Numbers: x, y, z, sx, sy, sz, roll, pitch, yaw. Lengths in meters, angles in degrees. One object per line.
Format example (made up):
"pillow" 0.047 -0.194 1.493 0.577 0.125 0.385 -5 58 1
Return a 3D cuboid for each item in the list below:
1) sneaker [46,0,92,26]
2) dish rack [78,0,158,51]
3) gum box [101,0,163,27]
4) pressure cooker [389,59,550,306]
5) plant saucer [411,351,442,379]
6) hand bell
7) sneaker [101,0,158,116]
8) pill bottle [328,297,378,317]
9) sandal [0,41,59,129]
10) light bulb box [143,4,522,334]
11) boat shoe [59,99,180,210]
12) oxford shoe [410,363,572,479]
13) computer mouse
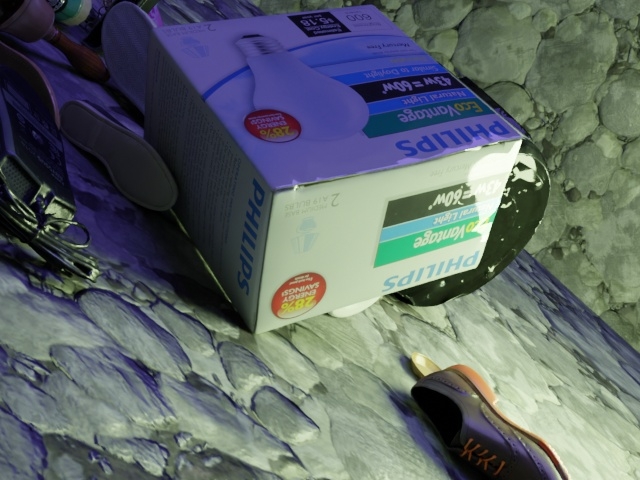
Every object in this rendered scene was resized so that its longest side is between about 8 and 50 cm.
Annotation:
"sneaker" -0.520 -0.498 1.533 0.302 0.108 0.121 45 8 15
"dish rack" -0.407 -0.481 1.601 0.271 0.208 0.074 43 5 16
"gum box" -0.363 -0.449 1.699 0.107 0.062 0.188 -26 97 -73
"pressure cooker" 0.156 -0.138 1.615 0.376 0.370 0.420 19 24 -47
"plant saucer" 0.164 0.202 1.333 0.083 0.015 0.083 36 16 -12
"hand bell" -0.402 -0.305 1.348 0.126 0.126 0.242 50 5 33
"sneaker" -0.243 -0.250 1.473 0.292 0.108 0.169 61 17 10
"pill bottle" 0.000 0.000 1.322 0.121 0.121 0.221 18 26 -53
"sandal" -0.366 -0.191 1.081 0.240 0.088 0.079 39 16 22
"light bulb box" -0.003 -0.115 1.173 0.358 0.225 0.361 -15 46 -28
"boat shoe" -0.249 -0.114 1.157 0.206 0.075 0.065 39 18 16
"oxford shoe" 0.219 0.276 1.150 0.098 0.096 0.271 -6 39 -41
"computer mouse" -0.315 -0.077 0.892 0.188 0.072 0.272 51 9 -44
